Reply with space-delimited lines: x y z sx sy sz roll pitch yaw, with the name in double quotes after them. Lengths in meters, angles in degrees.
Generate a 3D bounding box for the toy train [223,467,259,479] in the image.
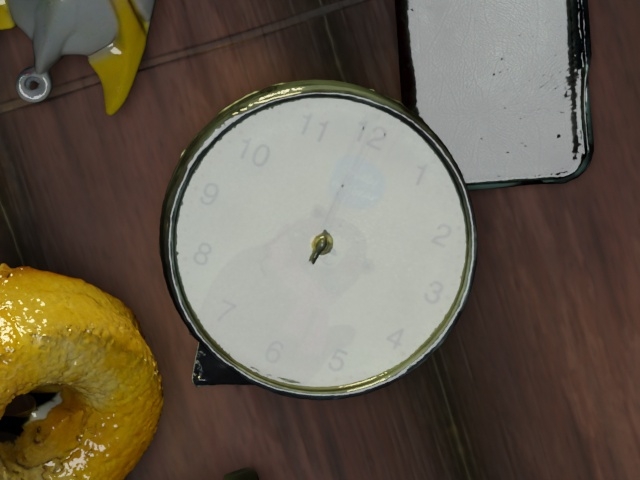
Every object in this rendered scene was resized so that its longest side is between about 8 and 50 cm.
-0.104 0.361 1.755 0.202 0.131 0.299 -20 95 -3 "toy train"

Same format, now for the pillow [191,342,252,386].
-0.041 0.029 1.747 0.141 0.055 0.208 2 94 0 "pillow"

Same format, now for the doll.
-0.188 -0.262 1.697 0.146 0.103 0.316 20 99 -28 "doll"

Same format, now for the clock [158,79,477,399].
0.000 0.000 1.689 0.281 0.055 0.280 0 94 -3 "clock"

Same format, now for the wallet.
0.147 -0.203 1.721 0.173 0.045 0.318 -5 96 6 "wallet"

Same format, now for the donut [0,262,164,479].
-0.251 0.141 1.698 0.118 0.253 0.253 40 99 42 "donut"
